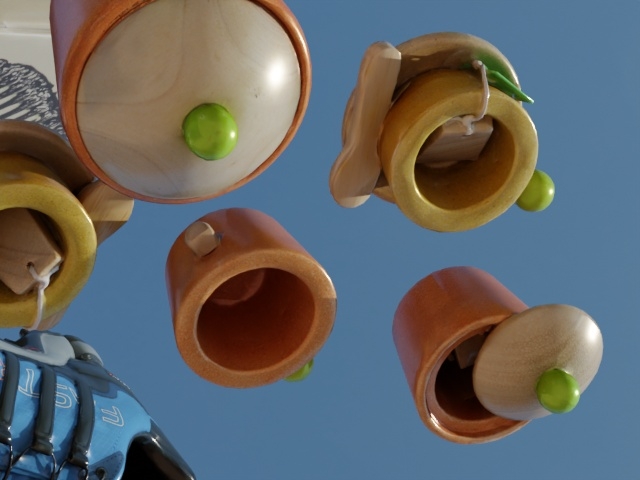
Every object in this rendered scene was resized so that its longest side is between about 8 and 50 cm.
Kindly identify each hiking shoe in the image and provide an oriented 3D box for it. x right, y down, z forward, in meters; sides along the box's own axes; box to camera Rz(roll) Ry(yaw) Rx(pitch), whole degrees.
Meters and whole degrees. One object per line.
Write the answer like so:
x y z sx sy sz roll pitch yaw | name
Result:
-0.167 0.110 0.885 0.132 0.304 0.113 34 -76 20 | hiking shoe

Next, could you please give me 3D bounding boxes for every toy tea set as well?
0.000 0.000 0.704 0.200 0.336 0.124 -62 -149 21 | toy tea set

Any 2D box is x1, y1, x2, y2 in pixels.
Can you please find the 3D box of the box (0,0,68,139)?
-0.221 -0.048 0.985 0.094 0.113 0.275 54 -51 28 | box
